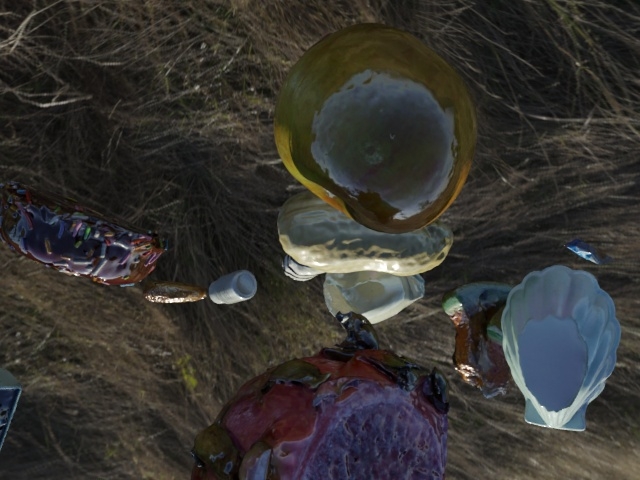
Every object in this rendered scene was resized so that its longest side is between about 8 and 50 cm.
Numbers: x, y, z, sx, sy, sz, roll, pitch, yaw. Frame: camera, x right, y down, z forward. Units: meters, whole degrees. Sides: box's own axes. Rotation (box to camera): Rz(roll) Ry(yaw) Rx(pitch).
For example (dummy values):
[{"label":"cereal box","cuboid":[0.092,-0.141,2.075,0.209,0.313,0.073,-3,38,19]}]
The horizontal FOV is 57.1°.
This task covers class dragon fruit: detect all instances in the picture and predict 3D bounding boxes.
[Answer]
[{"label":"dragon fruit","cuboid":[0.008,0.181,0.466,0.211,0.147,0.282,30,69,-18]}]

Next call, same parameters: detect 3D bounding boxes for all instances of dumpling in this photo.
[{"label":"dumpling","cuboid":[0.101,0.087,1.266,0.252,0.179,0.131,-19,160,-30]}]

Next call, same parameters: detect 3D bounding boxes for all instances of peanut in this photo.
[{"label":"peanut","cuboid":[0.079,-0.008,1.040,0.313,0.152,0.152,2,117,-9]}]

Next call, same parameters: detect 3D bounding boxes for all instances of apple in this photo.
[{"label":"apple","cuboid":[0.050,-0.098,0.507,0.182,0.182,0.155,39,84,-23]}]

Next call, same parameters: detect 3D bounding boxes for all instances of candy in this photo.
[{"label":"candy","cuboid":[0.852,0.038,1.870,0.088,0.136,0.038,-14,130,-41]}]

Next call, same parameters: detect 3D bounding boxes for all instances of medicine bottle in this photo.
[{"label":"medicine bottle","cuboid":[-0.237,0.127,1.572,0.080,0.080,0.130,44,142,-24]}]

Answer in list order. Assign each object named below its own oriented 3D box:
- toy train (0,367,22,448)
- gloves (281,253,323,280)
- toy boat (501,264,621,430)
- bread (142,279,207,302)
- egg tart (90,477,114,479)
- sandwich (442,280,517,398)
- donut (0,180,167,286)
[{"label":"toy train","cuboid":[-0.573,0.391,0.890,0.086,0.088,0.407,20,91,-51]},{"label":"gloves","cuboid":[-0.004,0.013,1.340,0.140,0.131,0.218,13,155,-21]},{"label":"toy boat","cuboid":[0.410,0.192,1.026,0.199,0.100,0.290,0,95,31]},{"label":"bread","cuboid":[-0.424,0.152,1.715,0.193,0.193,0.064,5,86,-9]},{"label":"egg tart","cuboid":[-0.179,0.310,0.552,0.197,0.078,0.197,0,90,28]},{"label":"sandwich","cuboid":[0.440,0.247,1.491,0.250,0.162,0.301,11,74,-16]},{"label":"donut","cuboid":[-0.332,-0.006,0.815,0.235,0.235,0.089,23,88,-17]}]
